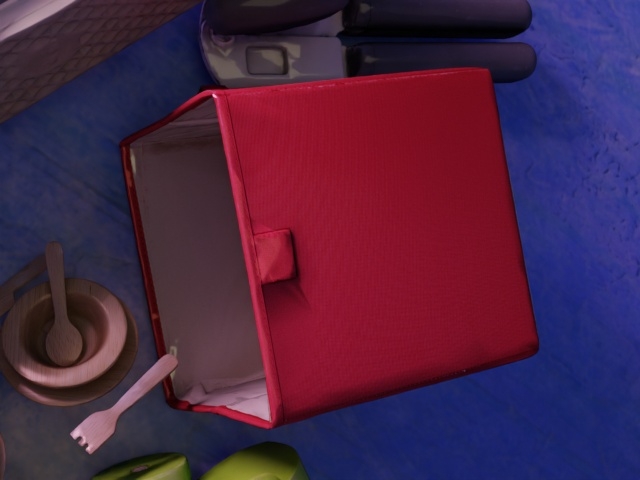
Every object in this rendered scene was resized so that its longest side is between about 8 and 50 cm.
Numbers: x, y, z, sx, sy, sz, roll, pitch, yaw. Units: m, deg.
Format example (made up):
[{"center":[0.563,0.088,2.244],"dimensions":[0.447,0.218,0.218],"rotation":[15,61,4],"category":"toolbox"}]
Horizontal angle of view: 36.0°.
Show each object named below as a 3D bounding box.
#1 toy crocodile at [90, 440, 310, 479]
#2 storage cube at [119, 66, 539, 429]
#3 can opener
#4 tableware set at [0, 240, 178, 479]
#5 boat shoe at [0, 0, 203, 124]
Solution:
[{"center":[-0.157,0.211,0.591],"dimensions":[0.340,0.105,0.115],"rotation":[-13,92,-27],"category":"toy crocodile"},{"center":[0.000,0.000,0.646],"dimensions":[0.193,0.183,0.215],"rotation":[-10,90,-28],"category":"storage cube"},{"center":[0.048,-0.155,0.733],"dimensions":[0.283,0.095,0.076],"rotation":[-5,88,-23],"category":"can opener"},{"center":[-0.190,0.089,0.578],"dimensions":[0.128,0.039,0.194],"rotation":[36,60,16],"category":"tableware set"},{"center":[-0.246,-0.131,0.531],"dimensions":[0.500,0.187,0.156],"rotation":[-35,90,-20],"category":"boat shoe"}]
